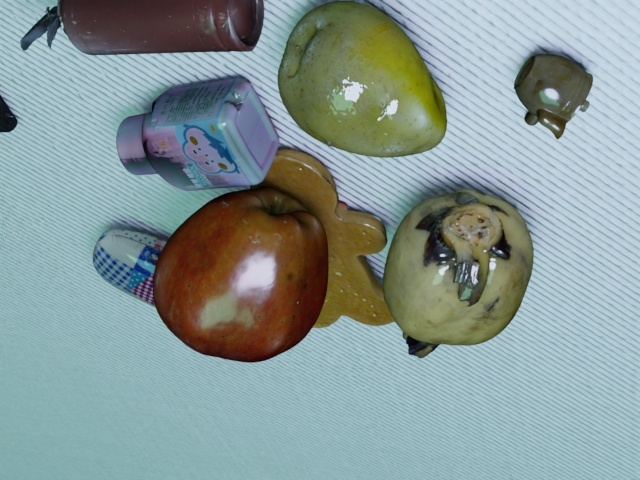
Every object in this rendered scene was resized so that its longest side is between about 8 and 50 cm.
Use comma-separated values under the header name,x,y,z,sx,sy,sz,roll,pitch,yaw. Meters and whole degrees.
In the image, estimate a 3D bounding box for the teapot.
name,x,y,z,sx,sy,sz,roll,pitch,yaw
teapot,0.237,-0.146,0.972,0.080,0.085,0.110,29,161,-10

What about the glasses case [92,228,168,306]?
name,x,y,z,sx,sy,sz,roll,pitch,yaw
glasses case,-0.202,0.073,1.433,0.327,0.076,0.125,22,141,-5

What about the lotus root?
name,x,y,z,sx,sy,sz,roll,pitch,yaw
lotus root,0.169,0.060,1.180,0.182,0.183,0.310,16,145,5

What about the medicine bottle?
name,x,y,z,sx,sy,sz,roll,pitch,yaw
medicine bottle,-0.161,-0.130,1.148,0.187,0.094,0.119,-3,137,27

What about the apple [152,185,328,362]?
name,x,y,z,sx,sy,sz,roll,pitch,yaw
apple,-0.092,0.042,1.166,0.233,0.234,0.234,12,142,10

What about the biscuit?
name,x,y,z,sx,sy,sz,roll,pitch,yaw
biscuit,0.000,0.000,1.278,0.215,0.047,0.340,-5,132,25

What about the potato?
name,x,y,z,sx,sy,sz,roll,pitch,yaw
potato,0.053,-0.164,0.989,0.194,0.157,0.157,25,144,-29

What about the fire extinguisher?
name,x,y,z,sx,sy,sz,roll,pitch,yaw
fire extinguisher,-0.204,-0.251,1.010,0.268,0.105,0.105,3,140,20

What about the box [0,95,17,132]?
name,x,y,z,sx,sy,sz,roll,pitch,yaw
box,-0.501,-0.203,1.268,0.125,0.027,0.126,4,141,24
